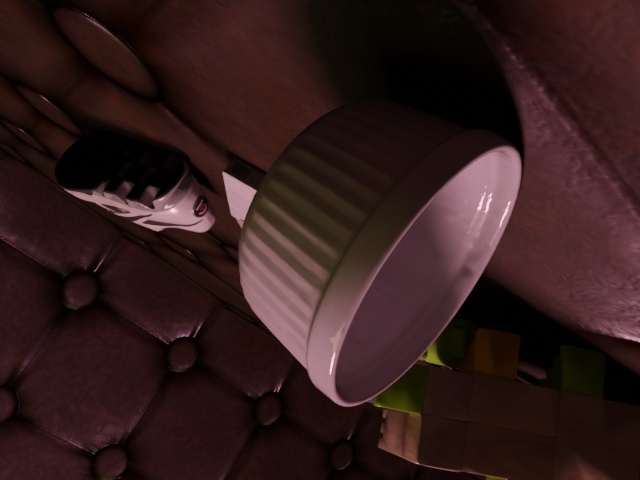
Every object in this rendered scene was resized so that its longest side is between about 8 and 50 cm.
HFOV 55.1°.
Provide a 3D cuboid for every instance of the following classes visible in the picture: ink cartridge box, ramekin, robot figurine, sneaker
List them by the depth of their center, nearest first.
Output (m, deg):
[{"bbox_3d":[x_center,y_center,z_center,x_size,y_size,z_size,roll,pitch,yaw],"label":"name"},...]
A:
[{"bbox_3d":[0.037,0.001,0.433,0.109,0.207,0.207,35,167,27],"label":"ramekin"},{"bbox_3d":[-0.090,-0.054,0.802,0.062,0.029,0.115,30,157,12],"label":"ink cartridge box"},{"bbox_3d":[0.172,0.136,0.832,0.101,0.067,0.115,4,174,-23],"label":"robot figurine"},{"bbox_3d":[-0.305,-0.080,1.002,0.330,0.123,0.146,22,160,36],"label":"sneaker"}]

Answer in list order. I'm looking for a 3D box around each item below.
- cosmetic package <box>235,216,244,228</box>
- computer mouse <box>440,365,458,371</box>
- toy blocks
[{"bbox_3d":[-0.081,-0.016,0.908,0.060,0.041,0.115,27,164,14],"label":"cosmetic package"},{"bbox_3d":[0.293,0.266,1.001,0.188,0.072,0.272,28,159,25],"label":"computer mouse"},{"bbox_3d":[0.217,0.226,0.744,0.381,0.191,0.261,12,166,-7],"label":"toy blocks"}]
